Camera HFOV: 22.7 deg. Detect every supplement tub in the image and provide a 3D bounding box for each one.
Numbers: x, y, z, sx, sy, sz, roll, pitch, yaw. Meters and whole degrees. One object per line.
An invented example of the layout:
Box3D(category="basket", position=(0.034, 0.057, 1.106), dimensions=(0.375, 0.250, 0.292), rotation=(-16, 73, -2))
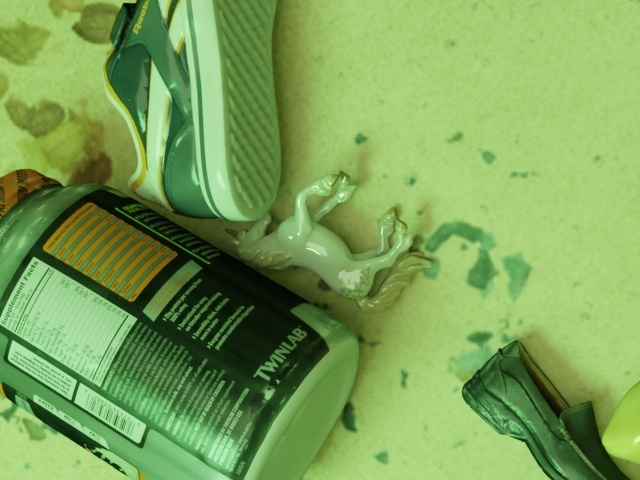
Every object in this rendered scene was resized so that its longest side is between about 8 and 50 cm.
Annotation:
Box3D(category="supplement tub", position=(-0.145, 0.080, 1.277), dimensions=(0.316, 0.193, 0.193), rotation=(30, 106, 16))

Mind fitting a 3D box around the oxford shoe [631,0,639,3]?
Box3D(category="oxford shoe", position=(0.365, -0.079, 1.081), dimensions=(0.146, 0.140, 0.397), rotation=(-46, 59, 27))

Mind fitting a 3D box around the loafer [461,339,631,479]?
Box3D(category="loafer", position=(0.189, 0.148, 1.227), dimensions=(0.170, 0.062, 0.061), rotation=(39, 103, 11))

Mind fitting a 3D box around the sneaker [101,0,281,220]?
Box3D(category="sneaker", position=(-0.106, -0.177, 1.269), dimensions=(0.127, 0.126, 0.321), rotation=(2, 91, 30))

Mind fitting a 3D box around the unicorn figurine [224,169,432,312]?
Box3D(category="unicorn figurine", position=(0.000, 0.000, 1.282), dimensions=(0.162, 0.060, 0.111), rotation=(41, 105, 15))

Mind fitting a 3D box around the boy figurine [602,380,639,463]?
Box3D(category="boy figurine", position=(0.342, 0.101, 1.146), dimensions=(0.285, 0.092, 0.177), rotation=(-31, 85, 22))
